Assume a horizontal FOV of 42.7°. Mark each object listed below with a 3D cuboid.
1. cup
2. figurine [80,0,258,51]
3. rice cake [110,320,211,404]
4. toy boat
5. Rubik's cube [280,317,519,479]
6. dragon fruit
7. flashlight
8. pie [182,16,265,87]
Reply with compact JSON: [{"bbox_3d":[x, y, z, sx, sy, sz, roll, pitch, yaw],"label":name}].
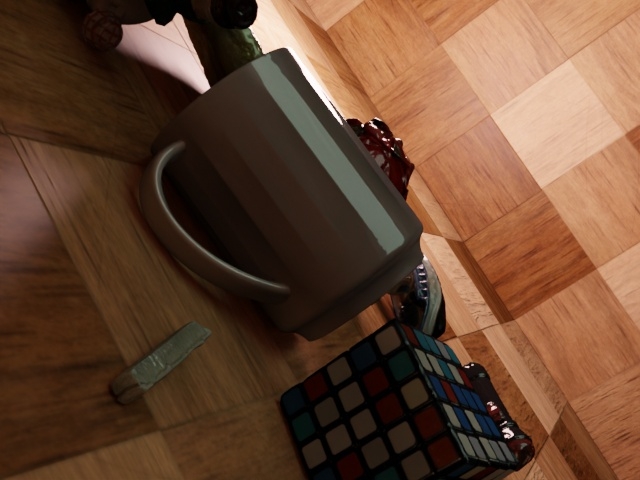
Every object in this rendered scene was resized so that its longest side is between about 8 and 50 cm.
[{"bbox_3d":[-0.058,-0.037,1.051,0.327,0.236,0.322,55,45,-1],"label":"cup"},{"bbox_3d":[-0.223,-0.378,1.134,0.370,0.281,0.167,24,-2,34],"label":"figurine"},{"bbox_3d":[-0.149,0.112,0.785,0.029,0.033,0.171,55,16,-1],"label":"rice cake"},{"bbox_3d":[0.161,0.100,1.596,0.115,0.114,0.262,1,45,-22],"label":"toy boat"},{"bbox_3d":[0.092,0.229,0.968,0.182,0.187,0.184,30,27,-55],"label":"Rubik's cube"},{"bbox_3d":[0.035,-0.110,1.508,0.293,0.234,0.234,-14,64,-34],"label":"dragon fruit"},{"bbox_3d":[0.339,0.343,1.624,0.093,0.093,0.232,40,19,-42],"label":"flashlight"},{"bbox_3d":[-0.153,-0.298,1.325,0.323,0.070,0.323,59,-12,21],"label":"pie"}]
